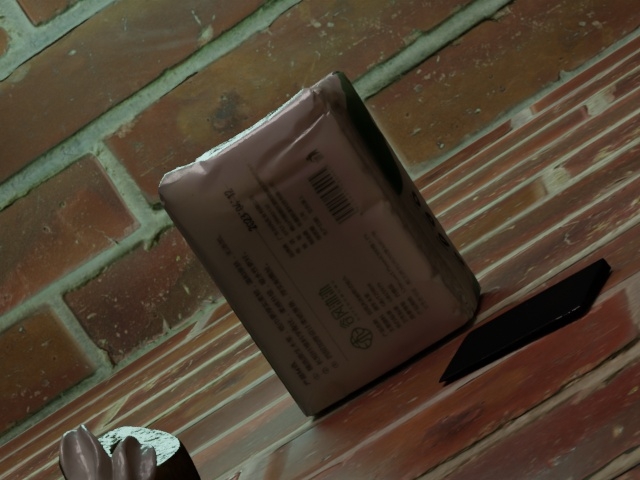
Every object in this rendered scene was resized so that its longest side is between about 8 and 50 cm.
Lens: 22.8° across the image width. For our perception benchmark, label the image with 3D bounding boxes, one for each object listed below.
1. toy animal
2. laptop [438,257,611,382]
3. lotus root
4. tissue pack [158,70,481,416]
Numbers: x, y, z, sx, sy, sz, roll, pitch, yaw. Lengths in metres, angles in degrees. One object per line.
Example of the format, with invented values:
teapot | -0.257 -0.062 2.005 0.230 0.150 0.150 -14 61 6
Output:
toy animal | -0.210 0.270 1.628 0.103 0.221 0.131 -4 -33 -13
laptop | 0.225 0.092 1.750 0.197 0.016 0.135 -32 7 31
lotus root | -0.210 0.293 1.829 0.138 0.119 0.235 -23 14 -26
tissue pack | 0.000 0.000 2.011 0.266 0.356 0.194 -32 6 14
